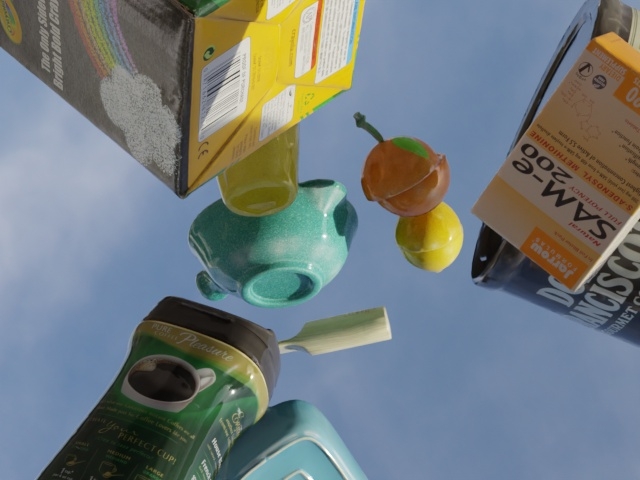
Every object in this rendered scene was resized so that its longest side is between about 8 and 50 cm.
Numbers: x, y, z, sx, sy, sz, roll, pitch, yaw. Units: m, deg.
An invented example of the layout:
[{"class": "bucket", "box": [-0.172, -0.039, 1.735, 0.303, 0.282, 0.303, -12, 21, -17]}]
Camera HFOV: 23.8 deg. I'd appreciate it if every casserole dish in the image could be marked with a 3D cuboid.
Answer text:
[{"class": "casserole dish", "box": [-0.014, 0.209, 1.173, 0.114, 0.188, 0.037, -35, -151, -7]}]

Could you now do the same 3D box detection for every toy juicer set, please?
[{"class": "toy juicer set", "box": [0.000, 0.000, 1.193, 0.209, 0.329, 0.089, -2, -121, -12]}]

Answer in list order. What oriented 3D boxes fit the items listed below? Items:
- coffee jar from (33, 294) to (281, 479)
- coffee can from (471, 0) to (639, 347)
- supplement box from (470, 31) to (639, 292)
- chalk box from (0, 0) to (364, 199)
[{"class": "coffee jar", "box": [-0.099, 0.120, 0.930, 0.096, 0.079, 0.184, 18, -127, 19]}, {"class": "coffee can", "box": [0.260, -0.014, 0.960, 0.275, 0.201, 0.202, 22, -116, -1]}, {"class": "supplement box", "box": [0.121, -0.035, 0.675, 0.062, 0.036, 0.098, 38, -65, 12]}, {"class": "chalk box", "box": [-0.094, -0.152, 0.792, 0.213, 0.132, 0.132, 40, -123, 23]}]
